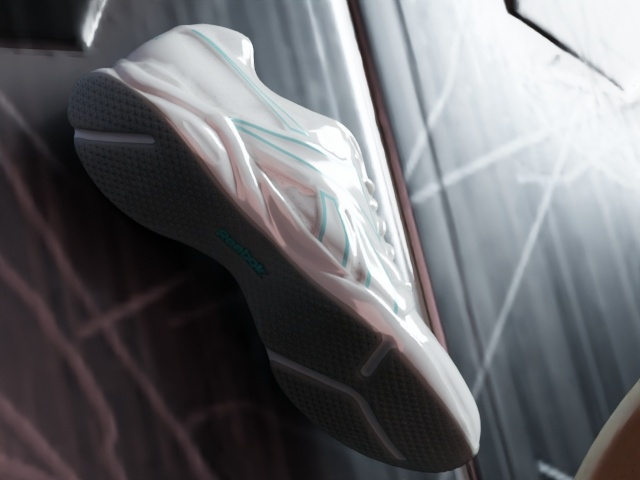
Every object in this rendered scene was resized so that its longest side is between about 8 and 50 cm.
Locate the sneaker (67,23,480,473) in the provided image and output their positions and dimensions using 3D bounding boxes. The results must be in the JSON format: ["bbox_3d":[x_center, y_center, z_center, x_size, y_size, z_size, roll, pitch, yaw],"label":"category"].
[{"bbox_3d":[0.000,0.000,0.349,0.152,0.053,0.061,51,48,-9],"label":"sneaker"}]

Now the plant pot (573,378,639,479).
[{"bbox_3d":[0.243,0.136,0.375,0.274,0.256,0.257,13,64,-50],"label":"plant pot"}]
